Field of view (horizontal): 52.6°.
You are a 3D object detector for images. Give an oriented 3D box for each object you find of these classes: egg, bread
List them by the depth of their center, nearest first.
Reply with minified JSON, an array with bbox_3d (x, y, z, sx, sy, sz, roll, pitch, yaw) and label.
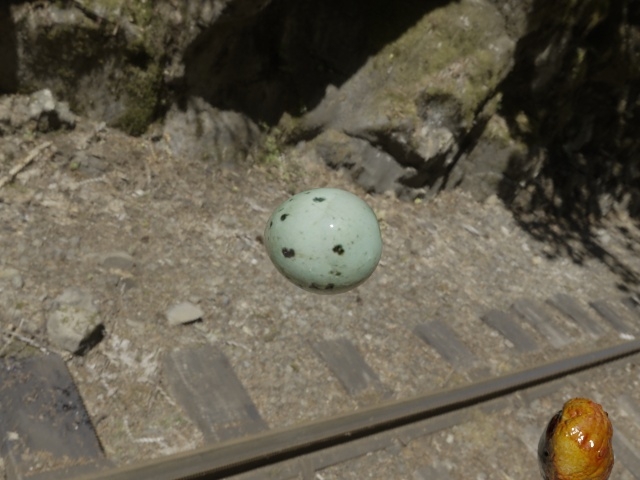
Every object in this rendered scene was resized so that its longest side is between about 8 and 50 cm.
[{"bbox_3d":[0.000,0.000,0.780,0.131,0.131,0.164,12,-1,-35],"label":"egg"},{"bbox_3d":[0.363,0.317,0.908,0.095,0.269,0.139,13,51,36],"label":"bread"}]
